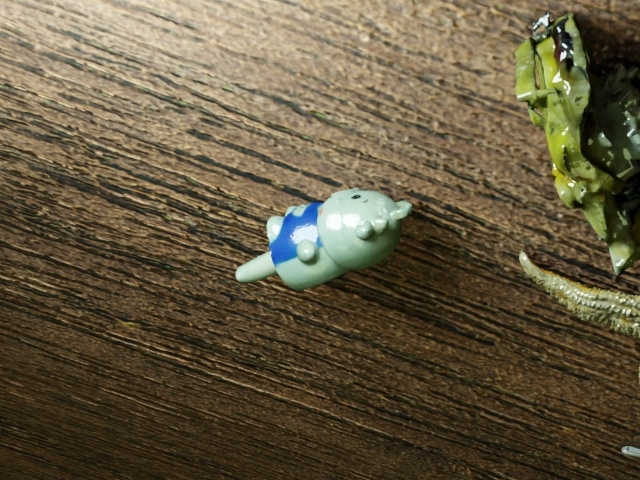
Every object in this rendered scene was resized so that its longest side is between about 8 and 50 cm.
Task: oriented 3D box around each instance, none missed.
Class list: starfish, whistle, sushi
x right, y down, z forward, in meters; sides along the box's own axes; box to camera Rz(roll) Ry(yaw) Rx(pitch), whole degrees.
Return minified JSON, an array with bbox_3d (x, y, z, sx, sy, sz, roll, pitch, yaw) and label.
[{"bbox_3d":[0.408,0.060,1.099,0.301,0.084,0.293,46,142,-10],"label":"starfish"},{"bbox_3d":[0.000,0.000,1.160,0.244,0.110,0.092,-20,99,38],"label":"whistle"},{"bbox_3d":[0.280,-0.070,0.942,0.131,0.139,0.291,-24,127,30],"label":"sushi"}]

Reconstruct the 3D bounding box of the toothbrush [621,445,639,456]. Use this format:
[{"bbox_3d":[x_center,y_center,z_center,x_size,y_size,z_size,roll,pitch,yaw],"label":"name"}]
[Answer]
[{"bbox_3d":[0.491,0.299,1.431,0.162,0.014,0.017,12,124,5],"label":"toothbrush"}]
